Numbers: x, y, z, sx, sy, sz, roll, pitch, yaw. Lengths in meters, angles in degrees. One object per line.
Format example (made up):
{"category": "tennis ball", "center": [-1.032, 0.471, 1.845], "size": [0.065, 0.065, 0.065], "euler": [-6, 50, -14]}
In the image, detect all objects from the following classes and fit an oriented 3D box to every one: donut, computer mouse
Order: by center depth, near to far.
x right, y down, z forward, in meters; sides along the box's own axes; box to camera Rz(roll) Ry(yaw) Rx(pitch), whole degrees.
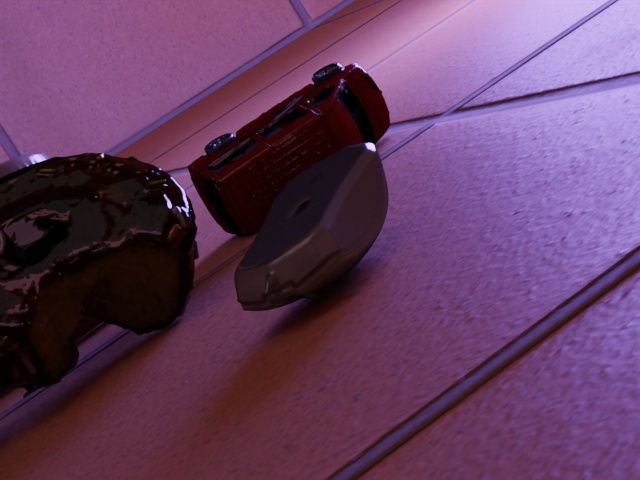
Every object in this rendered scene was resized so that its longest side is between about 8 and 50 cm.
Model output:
{"category": "computer mouse", "center": [0.000, 0.000, 1.086], "size": [0.089, 0.056, 0.181], "euler": [-32, 15, 29]}
{"category": "donut", "center": [-0.209, 0.026, 1.298], "size": [0.216, 0.096, 0.230], "euler": [21, 51, 40]}

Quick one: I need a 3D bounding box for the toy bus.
{"category": "toy bus", "center": [-0.018, -0.084, 1.499], "size": [0.195, 0.081, 0.089], "euler": [-34, 20, -14]}

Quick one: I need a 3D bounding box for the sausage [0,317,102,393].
{"category": "sausage", "center": [-0.226, 0.079, 1.455], "size": [0.223, 0.029, 0.029], "euler": [-36, 11, -25]}

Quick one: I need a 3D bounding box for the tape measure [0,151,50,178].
{"category": "tape measure", "center": [-0.315, 0.051, 1.490], "size": [0.271, 0.133, 0.231], "euler": [-36, -9, -6]}
